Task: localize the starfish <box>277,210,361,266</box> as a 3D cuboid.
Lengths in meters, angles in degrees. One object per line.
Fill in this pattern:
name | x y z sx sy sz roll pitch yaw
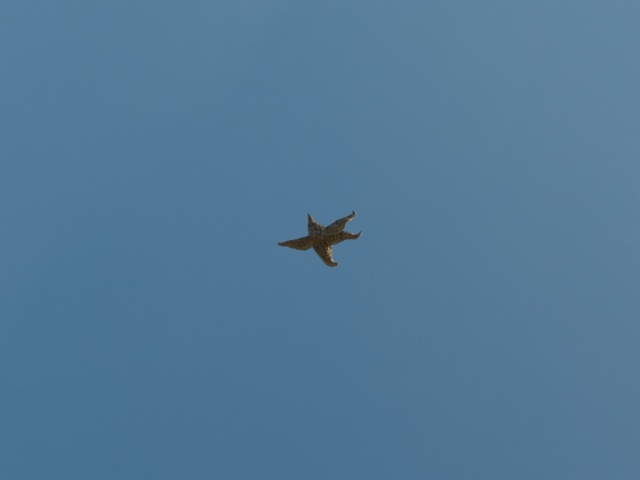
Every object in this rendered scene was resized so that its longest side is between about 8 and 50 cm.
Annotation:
starfish | 0.000 0.000 1.425 0.086 0.016 0.092 -23 -141 5
